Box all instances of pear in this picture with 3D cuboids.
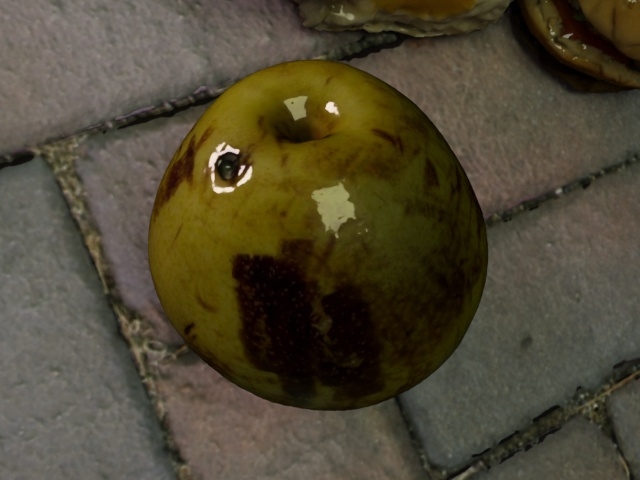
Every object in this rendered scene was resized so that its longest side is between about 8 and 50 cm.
[{"bbox_3d":[0.000,0.000,0.660,0.283,0.283,0.284,2,83,-20],"label":"pear"}]

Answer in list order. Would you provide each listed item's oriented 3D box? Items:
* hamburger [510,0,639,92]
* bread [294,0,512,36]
[{"bbox_3d":[0.339,-0.282,0.872,0.244,0.163,0.245,2,82,-18],"label":"hamburger"},{"bbox_3d":[0.068,-0.415,0.743,0.360,0.250,0.395,-1,83,-21],"label":"bread"}]
